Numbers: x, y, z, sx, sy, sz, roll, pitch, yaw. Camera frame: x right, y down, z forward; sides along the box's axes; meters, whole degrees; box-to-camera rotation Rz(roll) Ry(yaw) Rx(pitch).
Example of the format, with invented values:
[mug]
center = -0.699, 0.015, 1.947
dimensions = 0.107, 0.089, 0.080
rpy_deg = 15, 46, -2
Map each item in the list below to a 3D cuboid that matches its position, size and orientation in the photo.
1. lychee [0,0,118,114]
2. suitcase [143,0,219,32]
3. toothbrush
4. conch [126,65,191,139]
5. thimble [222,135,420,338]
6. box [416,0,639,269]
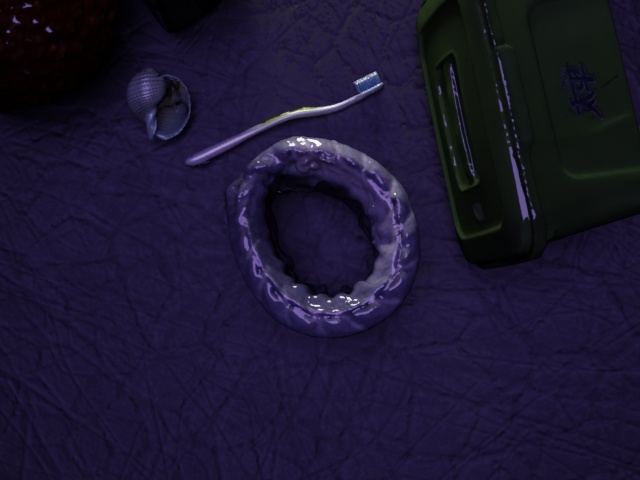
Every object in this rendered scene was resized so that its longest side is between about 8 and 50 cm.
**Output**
[lychee]
center = -0.381, -0.273, 1.212
dimensions = 0.300, 0.264, 0.264
rpy_deg = -16, 87, -2
[suitcase]
center = -0.227, -0.425, 1.220
dimensions = 0.152, 0.229, 0.335
rpy_deg = -34, 85, -3
[toothbrush]
center = -0.045, -0.142, 1.304
dimensions = 0.262, 0.022, 0.026
rpy_deg = -24, 101, 1
[conch]
center = -0.198, -0.170, 1.297
dimensions = 0.076, 0.057, 0.085
rpy_deg = -7, 117, -14
[thimble]
center = 0.000, 0.000, 1.223
dimensions = 0.236, 0.172, 0.205
rpy_deg = 37, 87, 2
[box]
center = 0.232, -0.143, 1.186
dimensions = 0.177, 0.253, 0.329
rpy_deg = -10, 88, -10
